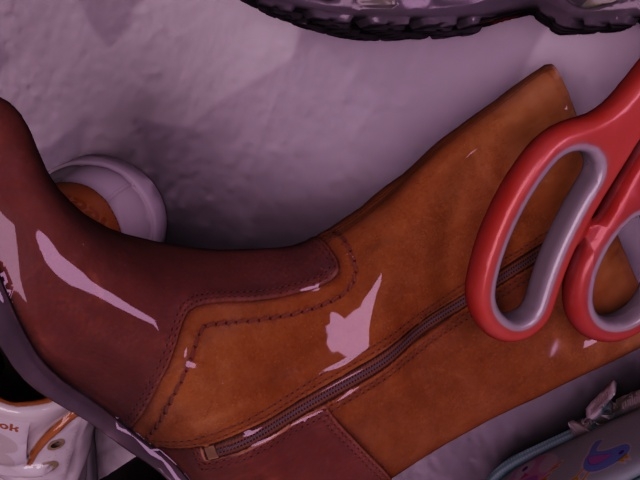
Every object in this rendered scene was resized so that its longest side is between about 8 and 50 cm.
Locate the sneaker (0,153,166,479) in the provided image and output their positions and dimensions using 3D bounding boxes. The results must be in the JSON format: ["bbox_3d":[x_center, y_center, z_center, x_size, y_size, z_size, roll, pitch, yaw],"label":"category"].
[{"bbox_3d":[-0.167,0.099,0.659,0.106,0.123,0.290,19,105,3],"label":"sneaker"}]

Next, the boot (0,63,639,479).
[{"bbox_3d":[0.000,0.000,0.567,0.280,0.096,0.264,-31,102,-11],"label":"boot"}]

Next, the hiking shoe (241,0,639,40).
[{"bbox_3d":[0.063,-0.153,0.598,0.226,0.086,0.114,0,93,0],"label":"hiking shoe"}]

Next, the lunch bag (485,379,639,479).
[{"bbox_3d":[0.201,0.192,0.603,0.224,0.108,0.279,-32,99,33],"label":"lunch bag"}]

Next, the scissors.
[{"bbox_3d":[0.155,-0.085,0.556,0.109,0.021,0.297,17,103,-27],"label":"scissors"}]
